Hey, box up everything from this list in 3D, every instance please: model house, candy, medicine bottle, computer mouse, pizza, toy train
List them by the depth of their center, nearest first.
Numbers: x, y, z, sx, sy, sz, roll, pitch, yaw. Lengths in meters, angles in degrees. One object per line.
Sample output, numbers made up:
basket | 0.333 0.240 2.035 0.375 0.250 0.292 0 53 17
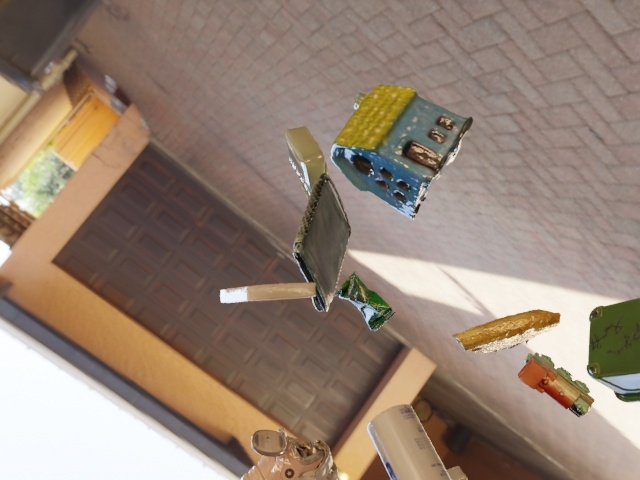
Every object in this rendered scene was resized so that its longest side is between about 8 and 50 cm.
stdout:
toy train | 0.518 0.320 1.532 0.176 0.074 0.118 40 -162 13
medicine bottle | 0.239 0.569 1.670 0.341 0.130 0.130 61 -173 34
model house | 0.186 -0.241 1.741 0.303 0.237 0.215 29 154 14
computer mouse | -0.132 0.511 1.753 0.096 0.066 0.039 11 139 -21
pizza | 0.487 0.259 1.913 0.288 0.279 0.075 82 175 -71
candy | 0.159 0.213 2.438 0.203 0.078 0.141 45 147 9

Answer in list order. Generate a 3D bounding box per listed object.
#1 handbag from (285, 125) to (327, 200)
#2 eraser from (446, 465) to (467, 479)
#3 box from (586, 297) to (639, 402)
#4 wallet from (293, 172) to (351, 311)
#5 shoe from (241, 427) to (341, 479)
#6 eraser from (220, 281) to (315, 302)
handbag | -0.036 -0.215 2.154 0.256 0.079 0.219 -117 16 -52
eraser | 0.273 0.786 2.044 0.078 0.343 0.144 -132 27 -75
box | 0.849 0.263 1.787 0.177 0.253 0.328 26 152 -24
wallet | 0.000 0.000 1.946 0.075 0.342 0.237 -6 130 21
shoe | -0.026 0.643 1.889 0.351 0.198 0.172 26 -175 -35
eraser | -0.124 0.120 1.588 0.157 0.038 0.230 -2 175 -23
